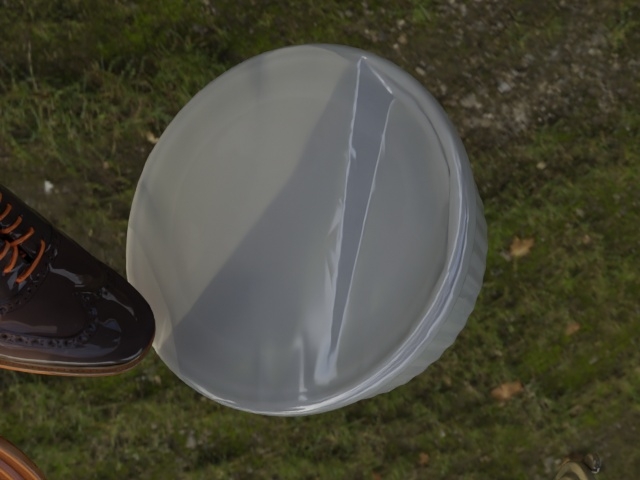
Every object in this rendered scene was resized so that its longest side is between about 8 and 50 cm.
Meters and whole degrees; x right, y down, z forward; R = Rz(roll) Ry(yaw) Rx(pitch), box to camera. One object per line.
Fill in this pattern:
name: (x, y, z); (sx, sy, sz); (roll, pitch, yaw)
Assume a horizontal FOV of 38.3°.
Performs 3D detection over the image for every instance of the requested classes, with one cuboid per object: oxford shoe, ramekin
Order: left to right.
oxford shoe: (-0.206, 0.010, 0.554); (0.271, 0.096, 0.098); (30, 151, -30)
ramekin: (0.000, 0.000, 0.691); (0.273, 0.272, 0.127); (-40, 152, 14)

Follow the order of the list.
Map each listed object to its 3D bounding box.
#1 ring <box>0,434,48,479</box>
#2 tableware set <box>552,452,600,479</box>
ring: (-0.288, 0.152, 0.413); (0.337, 0.032, 0.336); (-7, 139, -7)
tableware set: (0.112, 0.186, 0.394); (0.020, 0.168, 0.141); (4, 134, -5)
